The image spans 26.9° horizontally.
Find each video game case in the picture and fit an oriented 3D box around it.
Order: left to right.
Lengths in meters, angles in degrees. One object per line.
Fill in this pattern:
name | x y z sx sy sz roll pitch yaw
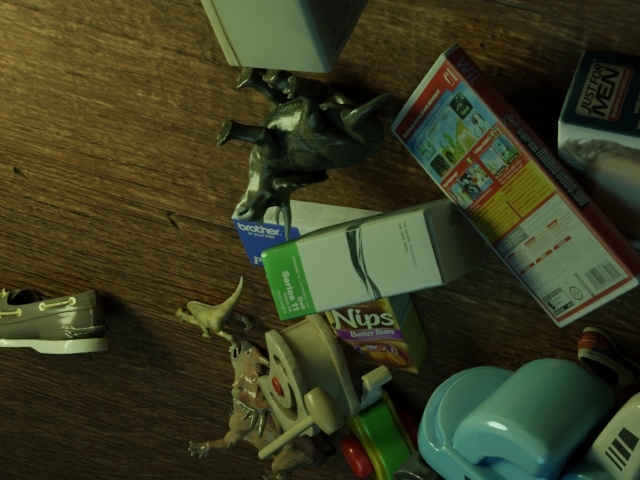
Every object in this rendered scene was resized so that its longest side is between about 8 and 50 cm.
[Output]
video game case | 0.192 -0.047 1.345 0.285 0.025 0.204 50 161 4

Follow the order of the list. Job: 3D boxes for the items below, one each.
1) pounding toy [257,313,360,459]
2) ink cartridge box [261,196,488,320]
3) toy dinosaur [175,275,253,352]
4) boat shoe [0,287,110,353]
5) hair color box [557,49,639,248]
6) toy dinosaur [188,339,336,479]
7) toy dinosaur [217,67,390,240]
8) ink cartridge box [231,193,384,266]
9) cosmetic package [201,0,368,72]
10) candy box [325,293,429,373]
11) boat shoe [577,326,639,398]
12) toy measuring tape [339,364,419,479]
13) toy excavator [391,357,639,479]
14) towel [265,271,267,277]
pounding toy | -0.048 0.199 1.832 0.154 0.155 0.269 65 163 3
ink cartridge box | 0.064 0.017 1.499 0.208 0.153 0.087 -14 93 28
toy dinosaur | -0.146 0.112 1.920 0.092 0.053 0.183 41 145 -22
boat shoe | -0.459 0.122 2.103 0.324 0.096 0.117 0 -179 39
hair color box | 0.403 -0.058 1.258 0.347 0.105 0.174 13 146 19
toy dinosaur | -0.061 0.294 2.072 0.296 0.127 0.200 36 140 -27
toy dinosaur | -0.004 -0.123 1.455 0.160 0.121 0.313 29 145 -30
ink cartridge box | 0.000 0.000 1.665 0.207 0.046 0.097 8 144 24
cosmetic package | -0.051 -0.308 1.145 0.113 0.160 0.309 7 143 26
candy box | 0.067 0.097 1.757 0.109 0.053 0.186 7 143 27
boat shoe | 0.363 0.162 1.664 0.049 0.043 0.137 -12 134 41
toy measuring tape | 0.093 0.275 1.910 0.121 0.121 0.330 21 158 6
toy excavator | 0.322 0.257 1.584 0.433 0.222 0.445 38 144 23
towel | -0.029 0.063 1.810 0.083 0.009 0.060 39 146 -23
